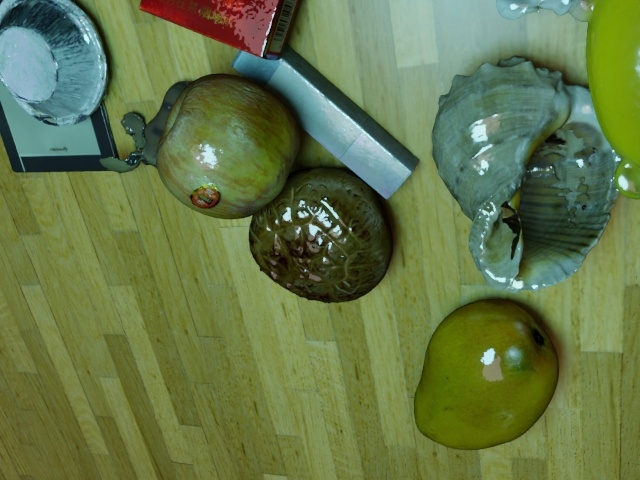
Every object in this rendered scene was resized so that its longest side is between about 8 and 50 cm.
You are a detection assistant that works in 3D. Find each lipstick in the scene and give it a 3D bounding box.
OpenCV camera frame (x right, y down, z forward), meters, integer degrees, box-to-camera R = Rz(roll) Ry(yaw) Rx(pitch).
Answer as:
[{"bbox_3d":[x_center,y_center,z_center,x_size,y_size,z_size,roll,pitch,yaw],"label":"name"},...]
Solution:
[{"bbox_3d":[0.010,-0.197,0.958,0.317,0.066,0.068,40,120,-3],"label":"lipstick"}]

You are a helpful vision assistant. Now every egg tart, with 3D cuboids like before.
[{"bbox_3d":[-0.474,-0.307,1.051,0.234,0.094,0.234,8,116,16],"label":"egg tart"}]

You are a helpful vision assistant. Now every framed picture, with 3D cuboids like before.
[{"bbox_3d":[-0.521,-0.290,1.140,0.264,0.016,0.347,0,115,20],"label":"framed picture"}]

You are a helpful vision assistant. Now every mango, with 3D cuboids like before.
[{"bbox_3d":[0.265,0.238,1.030,0.211,0.173,0.317,25,128,7],"label":"mango"}]

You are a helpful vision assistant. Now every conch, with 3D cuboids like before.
[{"bbox_3d":[0.277,-0.094,0.843,0.263,0.186,0.324,7,93,3],"label":"conch"}]

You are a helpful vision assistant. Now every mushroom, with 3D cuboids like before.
[{"bbox_3d":[0.000,0.000,1.015,0.253,0.153,0.253,11,132,13],"label":"mushroom"}]

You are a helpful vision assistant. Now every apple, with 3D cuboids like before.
[{"bbox_3d":[-0.135,-0.136,0.905,0.187,0.211,0.211,27,125,-20],"label":"apple"}]

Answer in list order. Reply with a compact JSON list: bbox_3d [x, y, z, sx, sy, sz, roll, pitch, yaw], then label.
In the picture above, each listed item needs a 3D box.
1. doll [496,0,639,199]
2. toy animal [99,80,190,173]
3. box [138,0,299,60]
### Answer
[{"bbox_3d":[0.404,-0.297,0.682,0.348,0.161,0.423,44,112,0],"label":"doll"},{"bbox_3d":[-0.270,-0.182,1.068,0.186,0.094,0.214,29,115,-1],"label":"toy animal"},{"bbox_3d":[-0.104,-0.429,0.832,0.197,0.089,0.313,24,108,9],"label":"box"}]
